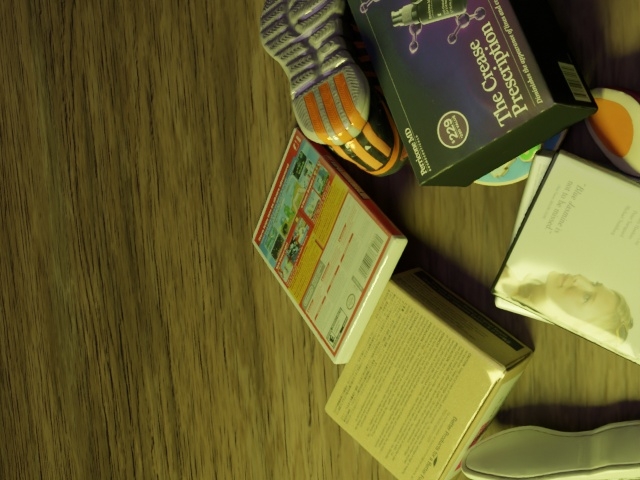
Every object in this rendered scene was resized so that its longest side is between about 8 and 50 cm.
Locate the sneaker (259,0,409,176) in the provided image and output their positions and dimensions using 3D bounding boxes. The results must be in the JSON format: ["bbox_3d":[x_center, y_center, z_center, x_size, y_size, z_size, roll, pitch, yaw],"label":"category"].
[{"bbox_3d":[0.028,-0.208,1.030,0.125,0.180,0.321,-25,56,23],"label":"sneaker"}]

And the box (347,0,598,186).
[{"bbox_3d":[0.158,-0.215,0.900,0.184,0.103,0.261,-33,70,42],"label":"box"}]

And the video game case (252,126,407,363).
[{"bbox_3d":[0.000,0.000,1.115,0.285,0.025,0.204,52,129,43],"label":"video game case"}]

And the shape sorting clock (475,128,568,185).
[{"bbox_3d":[0.200,-0.167,0.959,0.206,0.040,0.206,9,103,39],"label":"shape sorting clock"}]

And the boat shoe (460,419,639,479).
[{"bbox_3d":[0.288,0.262,0.932,0.255,0.095,0.079,-17,118,29],"label":"boat shoe"}]

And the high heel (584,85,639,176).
[{"bbox_3d":[0.381,-0.104,0.822,0.244,0.117,0.082,45,144,51],"label":"high heel"}]

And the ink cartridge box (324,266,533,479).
[{"bbox_3d":[0.133,0.185,1.053,0.193,0.088,0.234,38,120,27],"label":"ink cartridge box"}]

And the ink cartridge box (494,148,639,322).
[{"bbox_3d":[0.327,0.018,0.893,0.232,0.066,0.189,16,111,14],"label":"ink cartridge box"}]

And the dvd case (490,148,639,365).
[{"bbox_3d":[0.328,0.035,0.853,0.253,0.022,0.180,26,115,14],"label":"dvd case"}]
